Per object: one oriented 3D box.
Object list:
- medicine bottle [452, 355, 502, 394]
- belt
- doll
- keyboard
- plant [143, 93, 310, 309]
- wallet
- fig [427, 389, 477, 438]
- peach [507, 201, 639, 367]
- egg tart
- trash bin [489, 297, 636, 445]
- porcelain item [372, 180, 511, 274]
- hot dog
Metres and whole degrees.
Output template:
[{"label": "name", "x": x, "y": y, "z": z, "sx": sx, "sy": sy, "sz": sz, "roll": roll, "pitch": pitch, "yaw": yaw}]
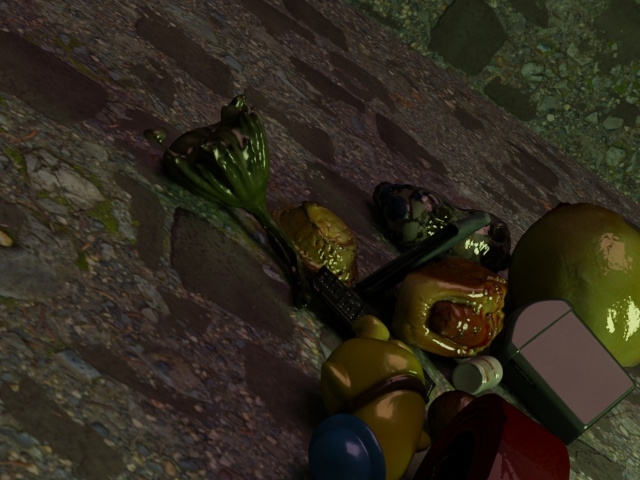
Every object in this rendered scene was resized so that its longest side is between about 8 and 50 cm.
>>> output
[{"label": "medicine bottle", "x": 0.260, "y": 0.222, "z": 2.018, "sx": 0.057, "sy": 0.057, "sz": 0.089, "roll": 48, "pitch": 24, "yaw": 20}, {"label": "belt", "x": 0.197, "y": 0.322, "z": 1.505, "sx": 0.115, "sy": 0.227, "sz": 0.324, "roll": 35, "pitch": 20, "yaw": -5}, {"label": "doll", "x": 0.073, "y": 0.232, "z": 1.605, "sx": 0.199, "sy": 0.145, "sz": 0.363, "roll": 40, "pitch": 28, "yaw": -12}, {"label": "keyboard", "x": 0.083, "y": 0.146, "z": 1.899, "sx": 0.262, "sy": 0.016, "sz": 0.106, "roll": 47, "pitch": 22, "yaw": -1}, {"label": "plant", "x": -0.133, "y": -0.054, "z": 1.933, "sx": 0.251, "sy": 0.180, "sz": 0.334, "roll": -59, "pitch": 130, "yaw": -73}, {"label": "wallet", "x": 0.171, "y": 0.023, "z": 2.051, "sx": 0.036, "sy": 0.222, "sz": 0.167, "roll": 58, "pitch": 28, "yaw": 8}, {"label": "fig", "x": 0.203, "y": 0.286, "z": 1.798, "sx": 0.088, "sy": 0.089, "sz": 0.125, "roll": 24, "pitch": 49, "yaw": -33}, {"label": "peach", "x": 0.503, "y": 0.094, "z": 2.333, "sx": 0.314, "sy": 0.281, "sz": 0.316, "roll": -117, "pitch": -166, "yaw": -78}, {"label": "egg tart", "x": 0.000, "y": 0.000, "z": 2.020, "sx": 0.191, "sy": 0.074, "sz": 0.191, "roll": 35, "pitch": 23, "yaw": -17}, {"label": "trash bin", "x": 0.411, "y": 0.217, "z": 2.129, "sx": 0.176, "sy": 0.101, "sz": 0.236, "roll": -31, "pitch": 72, "yaw": -29}, {"label": "porcelain item", "x": 0.235, "y": -0.021, "z": 2.378, "sx": 0.288, "sy": 0.138, "sz": 0.186, "roll": 20, "pitch": 12, "yaw": -30}, {"label": "hot dog", "x": 0.231, "y": 0.112, "z": 2.047, "sx": 0.153, "sy": 0.150, "sz": 0.256, "roll": 21, "pitch": 15, "yaw": 22}]
